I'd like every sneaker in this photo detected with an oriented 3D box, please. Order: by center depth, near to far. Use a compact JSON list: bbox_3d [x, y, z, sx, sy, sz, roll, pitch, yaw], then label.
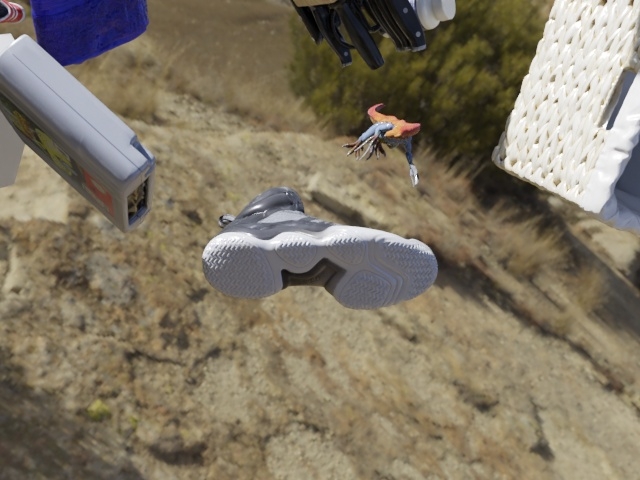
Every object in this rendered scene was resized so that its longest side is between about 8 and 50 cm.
[{"bbox_3d":[0.000,0.000,0.996,0.269,0.101,0.153,2,29,-2],"label":"sneaker"},{"bbox_3d":[-0.526,-0.358,1.293,0.119,0.042,0.067,3,11,-2],"label":"sneaker"}]

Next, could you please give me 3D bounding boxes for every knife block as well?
[{"bbox_3d":[0.010,-0.305,0.866,0.242,0.088,0.275,44,-12,18],"label":"knife block"}]

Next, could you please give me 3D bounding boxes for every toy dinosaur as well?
[{"bbox_3d":[0.050,-0.084,0.635,0.047,0.082,0.090,8,69,-24],"label":"toy dinosaur"}]

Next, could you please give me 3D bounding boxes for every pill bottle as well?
[{"bbox_3d":[0.152,-0.369,1.344,0.067,0.120,0.067,6,83,-55],"label":"pill bottle"}]

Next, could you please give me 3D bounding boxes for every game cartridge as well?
[{"bbox_3d":[-0.267,-0.107,0.905,0.196,0.060,0.294,46,-15,-2],"label":"game cartridge"}]

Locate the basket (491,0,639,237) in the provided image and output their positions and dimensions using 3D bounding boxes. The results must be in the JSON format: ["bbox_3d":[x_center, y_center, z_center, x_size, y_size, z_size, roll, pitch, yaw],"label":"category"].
[{"bbox_3d":[0.493,-0.181,1.285,0.331,0.328,0.266,15,11,-35],"label":"basket"}]

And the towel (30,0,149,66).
[{"bbox_3d":[-0.383,-0.449,1.378,0.076,0.308,0.228,31,53,26],"label":"towel"}]

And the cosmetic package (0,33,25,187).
[{"bbox_3d":[-0.471,-0.180,1.214,0.060,0.239,0.099,-24,73,-39],"label":"cosmetic package"}]
